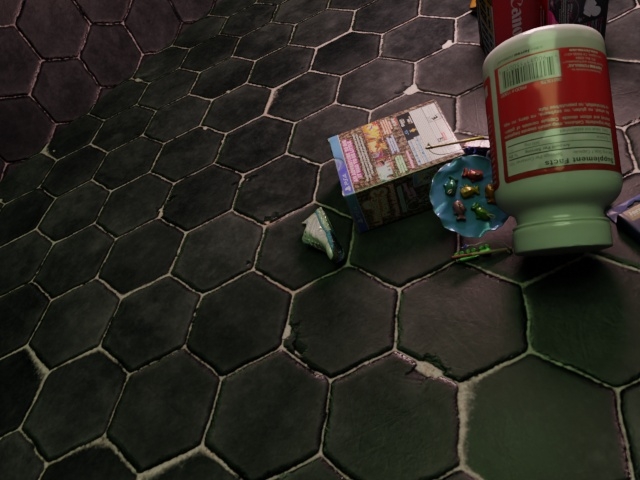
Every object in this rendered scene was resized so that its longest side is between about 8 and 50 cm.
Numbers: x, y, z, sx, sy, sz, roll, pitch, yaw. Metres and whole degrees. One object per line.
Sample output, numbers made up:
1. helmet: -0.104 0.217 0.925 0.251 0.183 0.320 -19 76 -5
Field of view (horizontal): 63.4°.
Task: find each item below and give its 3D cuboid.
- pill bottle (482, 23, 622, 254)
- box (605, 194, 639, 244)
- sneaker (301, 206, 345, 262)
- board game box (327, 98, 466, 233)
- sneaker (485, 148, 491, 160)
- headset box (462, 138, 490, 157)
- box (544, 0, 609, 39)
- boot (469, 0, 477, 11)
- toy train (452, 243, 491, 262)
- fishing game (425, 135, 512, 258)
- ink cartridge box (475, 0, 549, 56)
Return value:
1. pill bottle: 0.450 -0.180 1.013 0.229 0.229 0.407 -5 82 20
2. box: 0.686 -0.025 1.004 0.136 0.036 0.225 -27 45 0
3. sneaker: 0.000 0.000 1.269 0.083 0.071 0.190 -30 37 6
4. board game box: 0.190 -0.185 1.285 0.291 0.141 0.232 -19 46 8
5. sneaker: 0.518 -0.176 1.184 0.267 0.101 0.106 16 44 27
6. headset box: 0.390 -0.218 1.281 0.083 0.062 0.032 9 55 29
7. box: 0.676 -0.653 1.402 0.142 0.247 0.163 -16 47 8
8. boot: 0.541 -0.871 1.713 0.211 0.104 0.295 -66 31 20
9. toy train: 0.330 0.030 1.125 0.083 0.017 0.023 -17 57 9
10. fishing game: 0.330 -0.096 1.109 0.189 0.041 0.264 -7 82 -6
11. ink cartridge box: 0.514 -0.629 1.409 0.130 0.309 0.272 -15 47 12
